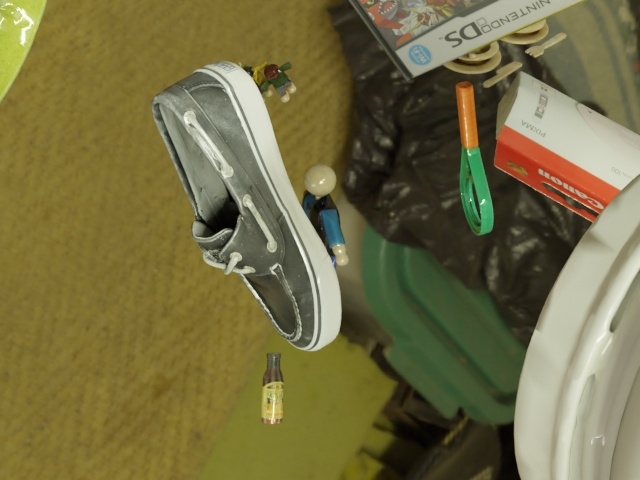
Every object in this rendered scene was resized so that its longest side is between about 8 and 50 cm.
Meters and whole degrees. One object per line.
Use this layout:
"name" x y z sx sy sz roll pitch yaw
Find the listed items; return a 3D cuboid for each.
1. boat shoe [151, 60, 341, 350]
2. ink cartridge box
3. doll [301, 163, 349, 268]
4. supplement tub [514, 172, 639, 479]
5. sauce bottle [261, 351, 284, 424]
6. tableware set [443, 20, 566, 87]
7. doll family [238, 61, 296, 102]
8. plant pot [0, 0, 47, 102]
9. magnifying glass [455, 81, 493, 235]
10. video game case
"boat shoe" -0.073 -0.013 0.883 0.102 0.108 0.301 -35 117 -36
"ink cartridge box" 0.283 -0.094 1.011 0.066 0.189 0.232 -61 -179 22
"doll" 0.000 0.000 1.087 0.046 0.129 0.189 -6 117 -20
"supplement tub" 0.248 0.097 0.318 0.228 0.316 0.228 -17 119 -32
"sauce bottle" -0.087 0.268 1.691 0.042 0.042 0.128 0 90 -47
"tableware set" 0.243 -0.290 1.300 0.194 0.128 0.039 -34 142 -30
"doll family" -0.131 -0.240 1.580 0.193 0.076 0.111 -50 158 0
"plant pot" -0.498 -0.310 1.129 0.253 0.276 0.276 23 79 -6
"magnifying glass" 0.219 -0.115 1.341 0.026 0.092 0.231 -15 117 -5
"video game case" 0.103 -0.301 0.863 0.275 0.248 0.035 50 47 -22
